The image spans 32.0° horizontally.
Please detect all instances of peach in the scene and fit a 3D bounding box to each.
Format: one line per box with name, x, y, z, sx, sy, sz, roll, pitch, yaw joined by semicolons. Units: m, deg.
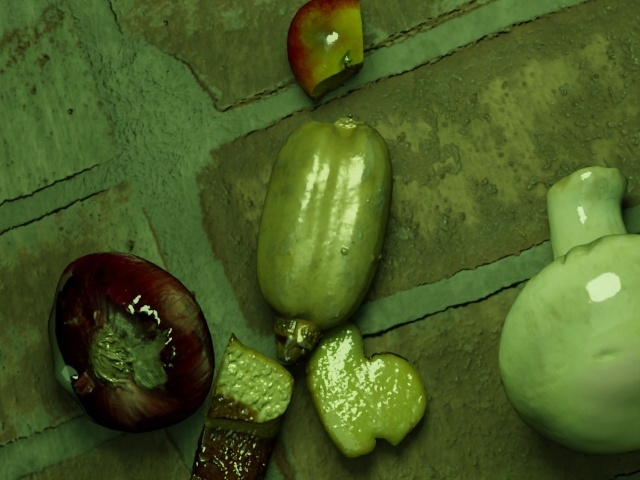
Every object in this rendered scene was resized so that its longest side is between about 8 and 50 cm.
peach;0.010;-0.275;1.534;0.118;0.151;0.151;43;95;-1

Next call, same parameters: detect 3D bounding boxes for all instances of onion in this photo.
onion;-0.246;0.133;1.540;0.272;0.195;0.272;17;117;36

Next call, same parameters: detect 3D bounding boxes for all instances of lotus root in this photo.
lotus root;0.000;0.000;1.500;0.169;0.151;0.342;12;88;-1

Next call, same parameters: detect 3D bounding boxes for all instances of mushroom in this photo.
mushroom;0.377;0.092;1.343;0.315;0.315;0.356;17;89;13

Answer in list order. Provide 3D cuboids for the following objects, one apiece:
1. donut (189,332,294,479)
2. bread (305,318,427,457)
donut;-0.112;0.270;1.511;0.112;0.151;0.295;19;96;0
bread;0.060;0.196;1.520;0.149;0.065;0.187;-20;74;-3
